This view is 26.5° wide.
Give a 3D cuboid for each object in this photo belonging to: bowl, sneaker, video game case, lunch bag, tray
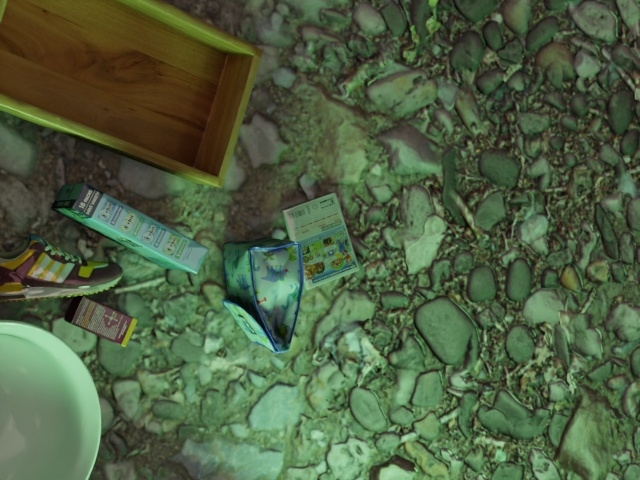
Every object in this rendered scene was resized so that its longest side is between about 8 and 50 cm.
[{"bbox_3d":[-0.442,0.238,1.740,0.298,0.134,0.297,-6,100,-35],"label":"bowl"},{"bbox_3d":[-0.356,0.032,1.816,0.185,0.069,0.083,-7,99,-22],"label":"sneaker"},{"bbox_3d":[0.000,0.000,1.981,0.087,0.011,0.122,-20,99,-20],"label":"video game case"},{"bbox_3d":[-0.080,0.076,1.891,0.096,0.129,0.151,-8,97,-19],"label":"lunch bag"},{"bbox_3d":[-0.268,-0.223,1.758,0.411,0.076,0.202,20,84,-45],"label":"tray"}]

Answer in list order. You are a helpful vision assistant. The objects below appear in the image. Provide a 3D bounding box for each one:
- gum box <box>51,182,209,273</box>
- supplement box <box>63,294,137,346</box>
[{"bbox_3d":[-0.255,-0.017,1.806,0.184,0.157,0.041,28,82,-19],"label":"gum box"},{"bbox_3d":[-0.299,0.108,1.849,0.083,0.055,0.043,26,83,-21],"label":"supplement box"}]
